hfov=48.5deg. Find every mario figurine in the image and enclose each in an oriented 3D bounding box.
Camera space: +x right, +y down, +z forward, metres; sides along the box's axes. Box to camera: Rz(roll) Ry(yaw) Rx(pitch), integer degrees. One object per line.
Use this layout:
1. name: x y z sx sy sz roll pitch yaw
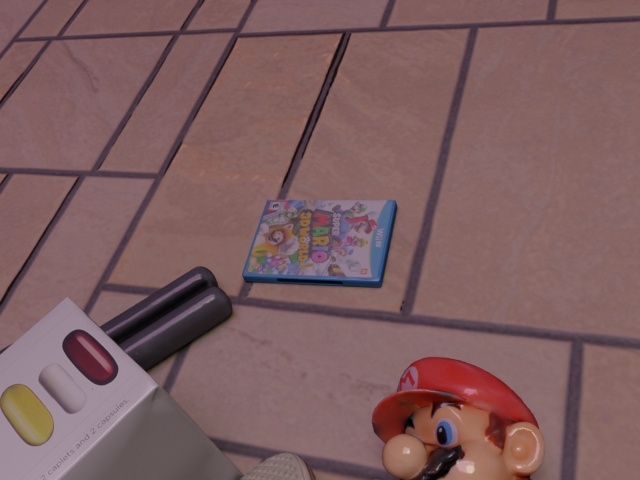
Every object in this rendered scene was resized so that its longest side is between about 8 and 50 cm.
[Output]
1. mario figurine: 0.095 0.229 0.518 0.198 0.170 0.321 -14 50 9

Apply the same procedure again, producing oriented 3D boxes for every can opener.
1. can opener: -0.236 0.113 0.767 0.283 0.095 0.076 -33 50 -10

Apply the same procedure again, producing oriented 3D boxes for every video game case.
1. video game case: 0.000 0.000 0.838 0.166 0.015 0.119 1 52 19

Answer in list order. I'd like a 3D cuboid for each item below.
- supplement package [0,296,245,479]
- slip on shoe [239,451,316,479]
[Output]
1. supplement package: -0.232 0.222 0.603 0.145 0.204 0.262 31 67 36
2. slip on shoe: -0.026 0.311 0.541 0.123 0.101 0.331 -31 34 12
